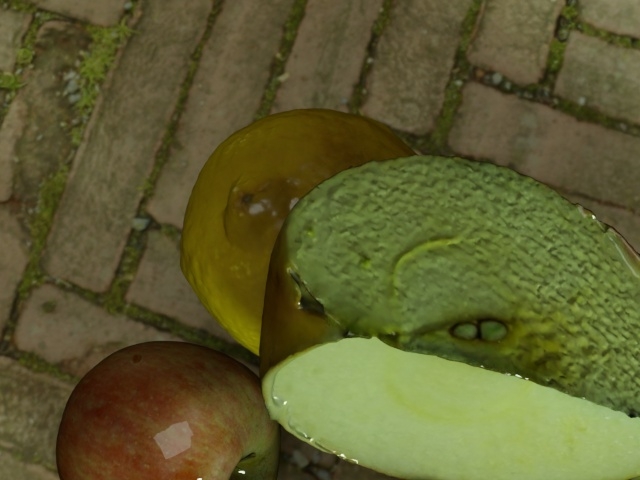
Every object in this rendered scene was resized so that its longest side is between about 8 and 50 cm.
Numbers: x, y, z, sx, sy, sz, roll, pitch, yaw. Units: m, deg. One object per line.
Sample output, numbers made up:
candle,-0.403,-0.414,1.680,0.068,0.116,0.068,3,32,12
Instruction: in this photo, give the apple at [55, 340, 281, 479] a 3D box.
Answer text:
apple,-0.131,0.180,1.424,0.174,0.188,0.188,21,73,28

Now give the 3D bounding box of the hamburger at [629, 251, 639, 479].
hamburger,0.240,0.099,1.417,0.288,0.167,0.192,30,75,15

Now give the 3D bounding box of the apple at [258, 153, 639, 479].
apple,0.118,0.075,1.257,0.346,0.179,0.254,15,101,-12

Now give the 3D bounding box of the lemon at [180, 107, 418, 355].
lemon,0.000,0.000,1.431,0.234,0.288,0.233,-4,80,26
